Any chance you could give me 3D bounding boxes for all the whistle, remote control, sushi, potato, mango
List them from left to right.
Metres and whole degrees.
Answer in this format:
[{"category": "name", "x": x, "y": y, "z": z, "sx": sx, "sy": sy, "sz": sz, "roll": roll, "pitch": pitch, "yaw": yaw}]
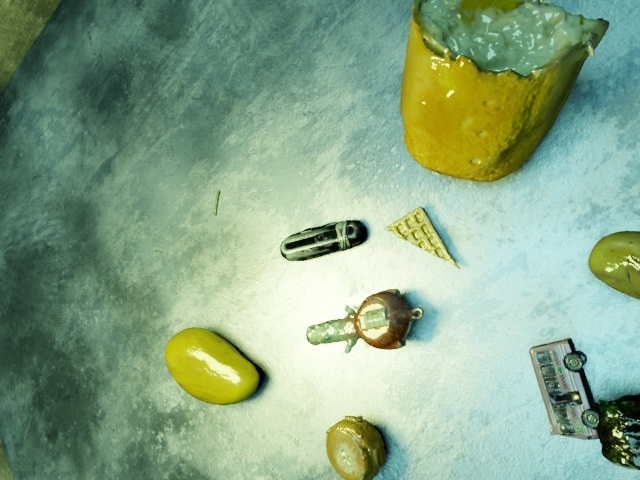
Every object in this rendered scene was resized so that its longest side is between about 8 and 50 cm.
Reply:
[{"category": "mango", "x": -0.337, "y": 0.389, "z": 1.435, "sx": 0.331, "sy": 0.142, "sz": 0.195, "roll": 30, "pitch": 104, "yaw": 25}, {"category": "remote control", "x": 0.000, "y": 0.000, "z": 1.335, "sx": 0.266, "sy": 0.066, "sz": 0.090, "roll": -15, "pitch": 81, "yaw": 27}, {"category": "whistle", "x": 0.109, "y": 0.216, "z": 1.225, "sx": 0.346, "sy": 0.133, "sz": 0.142, "roll": -19, "pitch": 85, "yaw": 34}, {"category": "potato", "x": 0.639, "y": 0.045, "z": 0.925, "sx": 0.200, "sy": 0.154, "sz": 0.137, "roll": 7, "pitch": 58, "yaw": 55}, {"category": "sushi", "x": 0.634, "y": 0.354, "z": 0.885, "sx": 0.225, "sy": 0.124, "sz": 0.127, "roll": 4, "pitch": 79, "yaw": -10}]

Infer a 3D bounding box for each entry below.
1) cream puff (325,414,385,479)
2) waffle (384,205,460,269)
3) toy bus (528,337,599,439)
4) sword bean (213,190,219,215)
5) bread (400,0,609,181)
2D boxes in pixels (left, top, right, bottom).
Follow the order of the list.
[{"category": "cream puff", "x": 0.093, "y": 0.523, "z": 1.201, "sx": 0.150, "sy": 0.115, "sz": 0.165, "roll": 3, "pitch": 95, "yaw": 36}, {"category": "waffle", "x": 0.256, "y": 0.019, "z": 1.213, "sx": 0.125, "sy": 0.032, "sz": 0.191, "roll": -32, "pitch": 69, "yaw": 20}, {"category": "toy bus", "x": 0.519, "y": 0.313, "z": 1.005, "sx": 0.108, "sy": 0.096, "sz": 0.199, "roll": -19, "pitch": 74, "yaw": 29}, {"category": "sword bean", "x": -0.343, "y": -0.123, "z": 1.566, "sx": 0.012, "sy": 0.012, "sz": 0.083, "roll": 9, "pitch": 90, "yaw": 29}, {"category": "bread", "x": 0.345, "y": -0.303, "z": 1.012, "sx": 0.361, "sy": 0.394, "sz": 0.250, "roll": 15, "pitch": 50, "yaw": 11}]
